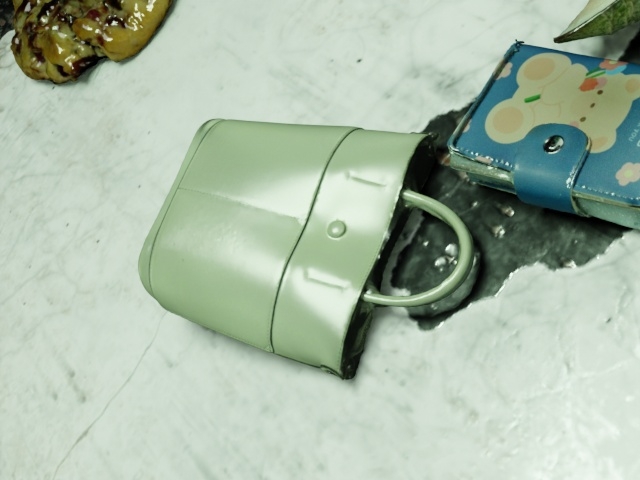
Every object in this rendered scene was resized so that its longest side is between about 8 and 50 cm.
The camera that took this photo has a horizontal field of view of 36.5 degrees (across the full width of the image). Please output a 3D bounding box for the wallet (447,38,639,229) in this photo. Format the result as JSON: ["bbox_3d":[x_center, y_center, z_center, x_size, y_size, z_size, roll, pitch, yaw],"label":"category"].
[{"bbox_3d":[0.211,-0.085,0.777,0.202,0.059,0.141,22,72,42],"label":"wallet"}]

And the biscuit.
[{"bbox_3d":[-0.322,-0.349,1.342,0.334,0.081,0.289,23,77,45],"label":"biscuit"}]

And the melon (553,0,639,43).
[{"bbox_3d":[0.273,-0.228,0.812,0.098,0.054,0.182,12,59,51],"label":"melon"}]

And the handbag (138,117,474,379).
[{"bbox_3d":[0.000,0.000,0.890,0.315,0.109,0.241,13,71,28],"label":"handbag"}]
